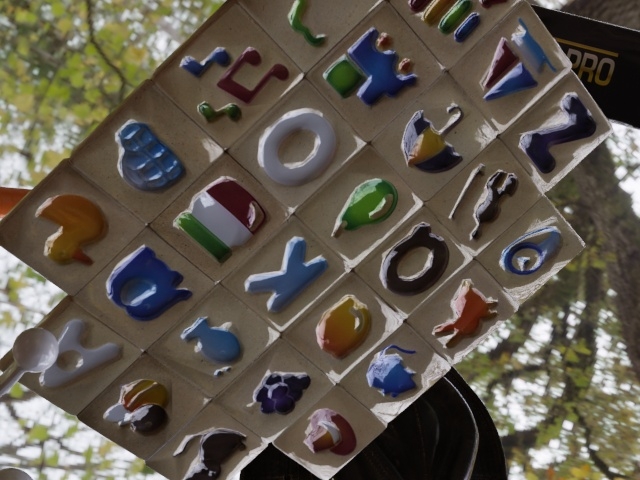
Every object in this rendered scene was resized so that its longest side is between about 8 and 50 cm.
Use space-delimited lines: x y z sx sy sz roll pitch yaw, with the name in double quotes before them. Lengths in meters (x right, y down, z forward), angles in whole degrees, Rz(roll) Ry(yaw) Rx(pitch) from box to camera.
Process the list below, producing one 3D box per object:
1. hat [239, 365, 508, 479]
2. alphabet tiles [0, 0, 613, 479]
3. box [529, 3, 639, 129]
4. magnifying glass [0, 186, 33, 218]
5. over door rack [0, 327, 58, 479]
"hat" 0.080 0.220 1.040 0.134 0.332 0.331 132 -41 -55
"alphabet tiles" 0.000 0.000 0.603 0.342 0.285 0.011 -43 -144 6
"box" 0.282 -0.187 1.139 0.318 0.395 0.097 18 -77 18
"magnifying glass" -0.185 -0.023 0.832 0.092 0.231 0.026 52 -50 55
"over door rack" -0.165 0.064 0.379 0.239 0.108 0.324 -108 -169 -64
